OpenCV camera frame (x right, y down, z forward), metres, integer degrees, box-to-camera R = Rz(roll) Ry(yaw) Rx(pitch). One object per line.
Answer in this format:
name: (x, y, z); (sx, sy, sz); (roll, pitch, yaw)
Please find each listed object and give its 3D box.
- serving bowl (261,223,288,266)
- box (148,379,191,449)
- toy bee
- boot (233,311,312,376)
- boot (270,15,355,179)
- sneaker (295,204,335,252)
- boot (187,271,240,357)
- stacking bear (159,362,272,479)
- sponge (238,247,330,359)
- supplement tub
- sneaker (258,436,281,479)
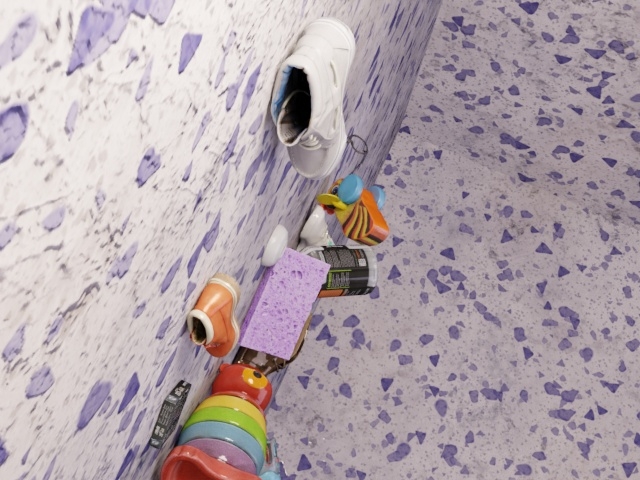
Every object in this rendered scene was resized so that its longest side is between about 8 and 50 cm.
serving bowl: (-0.079, 0.012, 1.538); (0.083, 0.027, 0.083); (23, 90, -84)
box: (-0.219, 0.254, 1.228); (0.067, 0.018, 0.083); (-53, 165, -70)
toy bee: (0.075, -0.084, 1.999); (0.162, 0.195, 0.298); (-41, -159, 31)
boot: (-0.114, 0.250, 1.782); (0.112, 0.115, 0.305); (105, 11, -70)
boot: (-0.024, -0.155, 1.090); (0.123, 0.095, 0.258); (-54, 160, -40)
sneaker: (0.000, 0.000, 1.941); (0.212, 0.094, 0.080); (106, 10, -54)
boot: (-0.152, 0.123, 1.151); (0.158, 0.059, 0.084); (96, 20, -47)
stacking bear: (-0.161, 0.333, 1.475); (0.164, 0.175, 0.289); (-58, -171, 36)
sponge: (-0.073, 0.122, 1.640); (0.031, 0.117, 0.210); (22, -91, 60)
supplement tub: (0.022, 0.068, 1.865); (0.117, 0.190, 0.117); (5, -84, 64)
sneaker: (-0.151, 0.394, 1.636); (0.262, 0.104, 0.125); (11, -81, 54)
